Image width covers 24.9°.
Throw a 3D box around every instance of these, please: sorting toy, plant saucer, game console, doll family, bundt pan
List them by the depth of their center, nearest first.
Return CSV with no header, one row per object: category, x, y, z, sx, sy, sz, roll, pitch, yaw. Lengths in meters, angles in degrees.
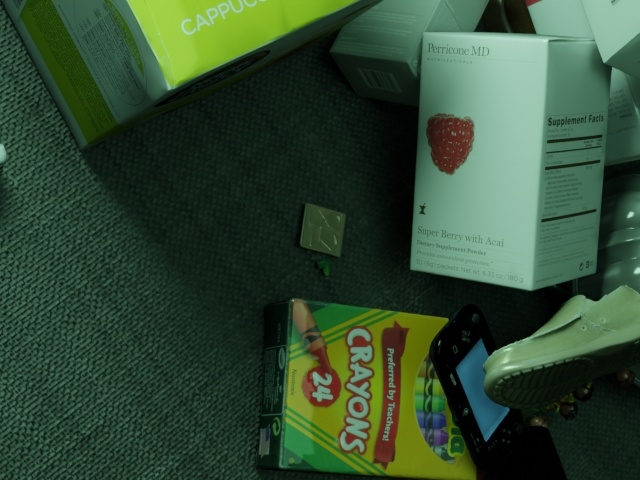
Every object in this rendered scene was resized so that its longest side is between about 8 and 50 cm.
game console,0.211,0.253,1.752,0.213,0.044,0.361,-51,125,-47
sorting toy,0.000,0.000,1.795,0.062,0.012,0.083,17,72,-28
doll family,0.314,0.176,1.844,0.111,0.193,0.076,50,39,2
bundt pan,0.481,0.038,1.912,0.330,0.124,0.331,17,60,-32
plant saucer,0.297,-0.315,1.977,0.168,0.029,0.169,5,80,-26

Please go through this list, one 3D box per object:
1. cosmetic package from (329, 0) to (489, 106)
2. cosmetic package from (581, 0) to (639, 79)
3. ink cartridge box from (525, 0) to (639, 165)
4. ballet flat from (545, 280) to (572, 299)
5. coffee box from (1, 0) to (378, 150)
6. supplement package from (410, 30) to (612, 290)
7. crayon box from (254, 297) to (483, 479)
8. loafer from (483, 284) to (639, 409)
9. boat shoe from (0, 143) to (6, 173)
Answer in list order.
cosmetic package,0.126,-0.295,1.823,0.238,0.127,0.107,-59,141,-20
cosmetic package,0.494,-0.275,1.794,0.365,0.155,0.197,15,48,-36
ink cartridge box,0.411,-0.272,1.940,0.226,0.131,0.306,-21,96,-40
ballet flat,0.380,0.071,1.935,0.188,0.070,0.070,30,71,-20
coffee box,-0.154,-0.339,1.590,0.337,0.334,0.338,-29,95,-26
supplement package,0.231,-0.104,1.760,0.175,0.177,0.293,-10,105,-52
crayon box,0.086,0.189,1.770,0.318,0.081,0.202,8,79,-25
loafer,0.298,0.124,1.739,0.268,0.102,0.092,-14,53,-27
boat shoe,-0.435,-0.033,1.558,0.228,0.080,0.076,-29,113,-29
